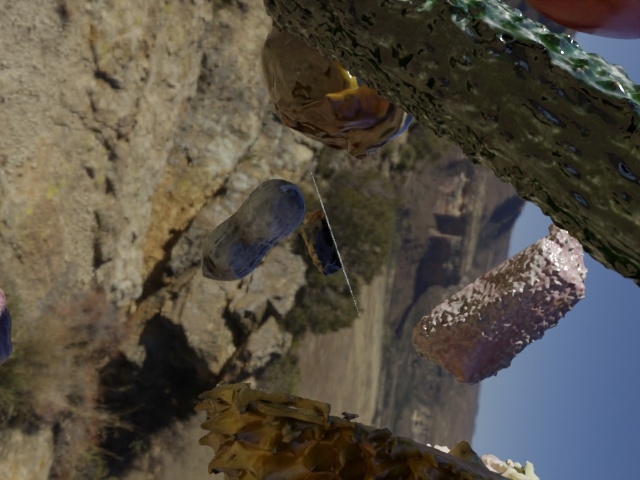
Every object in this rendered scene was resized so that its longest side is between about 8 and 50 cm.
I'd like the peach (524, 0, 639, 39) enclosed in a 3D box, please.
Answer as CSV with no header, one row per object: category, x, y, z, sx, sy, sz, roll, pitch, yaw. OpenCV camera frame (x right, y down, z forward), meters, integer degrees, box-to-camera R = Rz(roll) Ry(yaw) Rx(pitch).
peach,0.331,-0.406,0.753,0.388,0.389,0.387,8,90,-79

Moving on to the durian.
durian,-0.001,0.162,0.498,0.185,0.196,0.305,-51,175,-9

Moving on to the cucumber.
cucumber,0.100,-0.089,0.411,0.096,0.359,0.096,-29,143,-25

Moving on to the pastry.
pastry,0.243,0.079,0.900,0.103,0.265,0.112,49,-2,-25

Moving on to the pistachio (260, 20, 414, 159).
pistachio,0.007,-0.158,0.694,0.210,0.131,0.165,46,-33,43

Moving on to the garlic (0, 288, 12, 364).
garlic,-0.423,0.094,0.811,0.159,0.102,0.147,54,43,-16

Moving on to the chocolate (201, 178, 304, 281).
chocolate,-0.085,-0.010,0.872,0.167,0.072,0.072,-44,-174,25

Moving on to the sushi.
sushi,0.000,0.000,1.298,0.290,0.050,0.263,66,6,-71
